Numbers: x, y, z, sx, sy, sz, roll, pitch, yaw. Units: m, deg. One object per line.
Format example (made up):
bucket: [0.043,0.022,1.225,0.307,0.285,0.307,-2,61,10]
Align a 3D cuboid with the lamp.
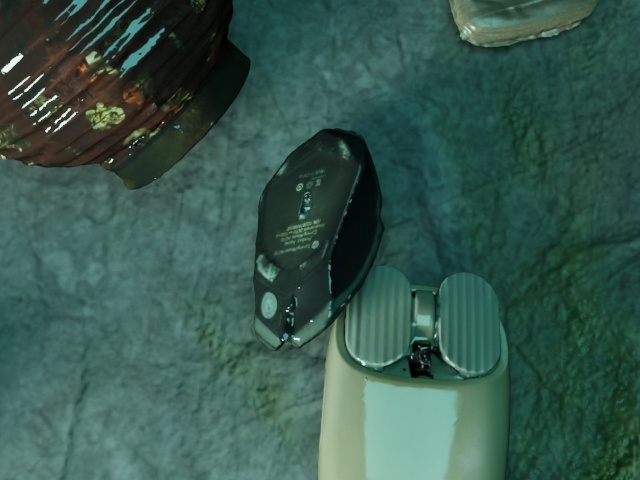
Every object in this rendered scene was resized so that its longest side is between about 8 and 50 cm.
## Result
lamp: [-0.175,-0.163,0.952,0.247,0.247,0.247,1,76,-3]

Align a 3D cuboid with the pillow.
pillow: [0.155,-0.271,1.096,0.135,0.034,0.211,-13,78,-10]

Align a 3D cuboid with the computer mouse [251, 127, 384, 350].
computer mouse: [0.000,0.000,0.987,0.106,0.062,0.192,-9,59,39]

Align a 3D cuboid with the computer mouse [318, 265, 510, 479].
computer mouse: [0.072,0.137,0.962,0.145,0.082,0.236,7,76,-1]
